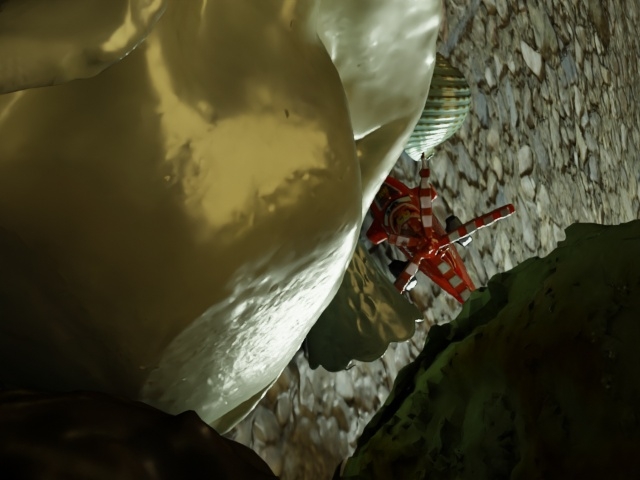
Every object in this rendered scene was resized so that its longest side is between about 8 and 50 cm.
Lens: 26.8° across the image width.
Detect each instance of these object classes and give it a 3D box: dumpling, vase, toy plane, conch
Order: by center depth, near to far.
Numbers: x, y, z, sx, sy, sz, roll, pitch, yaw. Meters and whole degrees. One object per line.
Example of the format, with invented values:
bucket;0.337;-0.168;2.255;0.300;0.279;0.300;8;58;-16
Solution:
dumpling;-0.062;-0.041;0.540;0.187;0.243;0.318;44;-12;26
vase;0.000;0.000;0.845;0.148;0.081;0.081;66;28;-14
toy plane;0.108;0.025;0.994;0.194;0.126;0.077;30;8;-11
conch;0.092;-0.112;1.099;0.076;0.057;0.085;1;77;-50

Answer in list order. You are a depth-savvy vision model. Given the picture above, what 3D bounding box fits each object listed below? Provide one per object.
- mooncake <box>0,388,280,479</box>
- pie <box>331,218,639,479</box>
mooncake;-0.089;0.149;0.419;0.124;0.228;0.228;95;3;-53
pie;0.120;0.209;0.484;0.180;0.418;0.395;-13;63;-39
